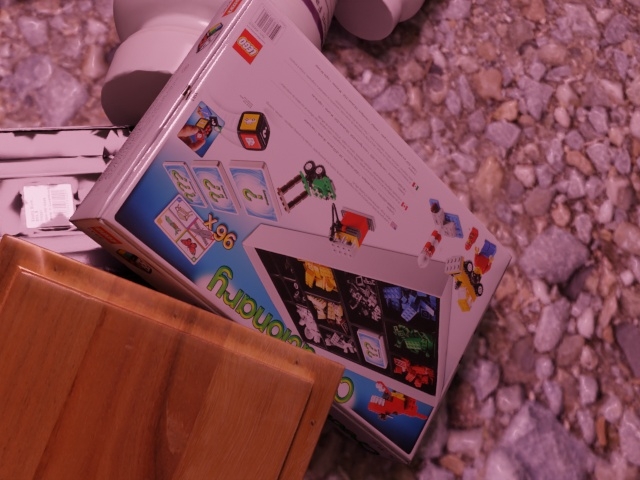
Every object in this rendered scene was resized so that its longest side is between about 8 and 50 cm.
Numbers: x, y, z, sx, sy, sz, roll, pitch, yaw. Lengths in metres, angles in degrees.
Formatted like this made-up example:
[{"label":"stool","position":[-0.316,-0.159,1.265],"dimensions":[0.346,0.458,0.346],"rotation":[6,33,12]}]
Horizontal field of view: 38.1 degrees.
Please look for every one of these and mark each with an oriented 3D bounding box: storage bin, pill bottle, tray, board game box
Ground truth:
[{"label":"storage bin","position":[-0.202,-0.010,0.674],"dimensions":[0.180,0.084,0.122],"rotation":[-5,68,-18]},{"label":"pill bottle","position":[-0.068,-0.213,0.758],"dimensions":[0.169,0.169,0.302],"rotation":[21,63,-7]},{"label":"tray","position":[-0.156,0.224,0.509],"dimensions":[0.202,0.076,0.411],"rotation":[23,81,-11]},{"label":"pill bottle","position":[0.071,-0.261,0.867],"dimensions":[0.086,0.086,0.152],"rotation":[33,62,-1]},{"label":"board game box","position":[0.000,0.000,0.659],"dimensions":[0.305,0.053,0.193],"rotation":[43,66,-29]}]
